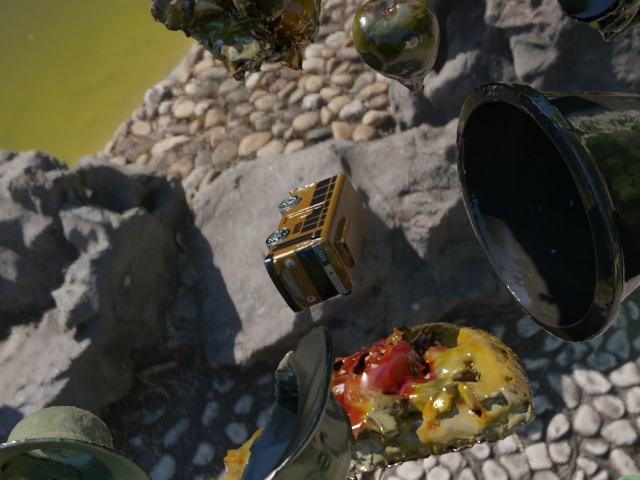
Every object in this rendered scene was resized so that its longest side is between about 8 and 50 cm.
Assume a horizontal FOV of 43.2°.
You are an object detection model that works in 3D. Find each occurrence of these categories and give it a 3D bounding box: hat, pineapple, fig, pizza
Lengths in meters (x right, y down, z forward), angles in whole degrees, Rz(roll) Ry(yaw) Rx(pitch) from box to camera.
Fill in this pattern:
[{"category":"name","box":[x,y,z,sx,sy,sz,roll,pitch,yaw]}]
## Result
[{"category":"hat","box":[-0.013,0.203,0.721,0.149,0.245,0.214,36,67,-14]},{"category":"hat","box":[-0.340,0.295,1.054,0.257,0.257,0.130,-7,37,-5]},{"category":"pineapple","box":[-0.057,-0.275,0.648,0.209,0.344,0.286,-53,46,19]},{"category":"fig","box":[0.122,-0.313,1.280,0.133,0.185,0.126,-28,76,3]},{"category":"pizza","box":[0.045,0.216,1.053,0.406,0.440,0.130,-25,95,-12]}]

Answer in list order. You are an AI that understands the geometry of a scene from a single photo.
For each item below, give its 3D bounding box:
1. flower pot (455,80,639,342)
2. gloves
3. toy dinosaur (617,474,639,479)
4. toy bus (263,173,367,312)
[{"category":"flower pot","box":[0.267,-0.051,0.810,0.166,0.269,0.269,-22,59,-14]},{"category":"gloves","box":[0.333,-0.284,0.871,0.268,0.135,0.107,-18,33,-41]},{"category":"toy dinosaur","box":[0.172,0.130,0.376,0.021,0.083,0.062,26,49,-14]},{"category":"toy bus","box":[0.000,0.000,1.120,0.114,0.098,0.201,-20,26,21]}]
